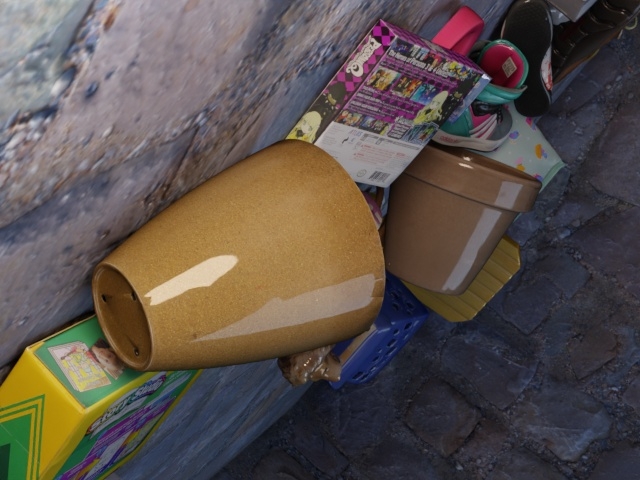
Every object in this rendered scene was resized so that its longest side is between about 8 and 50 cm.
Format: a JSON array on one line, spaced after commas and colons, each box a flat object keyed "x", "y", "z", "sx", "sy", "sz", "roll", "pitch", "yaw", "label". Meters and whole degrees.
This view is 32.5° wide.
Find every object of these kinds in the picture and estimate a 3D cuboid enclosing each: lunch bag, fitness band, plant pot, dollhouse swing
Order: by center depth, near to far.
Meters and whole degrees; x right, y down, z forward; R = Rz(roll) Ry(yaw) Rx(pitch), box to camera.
[{"x": -0.104, "y": 0.036, "z": 1.164, "sx": 0.254, "sy": 0.237, "sz": 0.237, "roll": -21, "pitch": 157, "yaw": -35, "label": "plant pot"}, {"x": 0.118, "y": -0.212, "z": 1.552, "sx": 0.291, "sy": 0.054, "sz": 0.209, "roll": -49, "pitch": 173, "yaw": 20, "label": "fitness band"}, {"x": 0.213, "y": -0.037, "z": 1.847, "sx": 0.263, "sy": 0.263, "sz": 0.229, "roll": -17, "pitch": 127, "yaw": -72, "label": "plant pot"}, {"x": 0.295, "y": -0.136, "z": 2.073, "sx": 0.262, "sy": 0.223, "sz": 0.160, "roll": -44, "pitch": -165, "yaw": -20, "label": "lunch bag"}, {"x": 0.056, "y": 0.171, "z": 2.387, "sx": 0.236, "sy": 0.236, "sz": 0.212, "roll": -50, "pitch": 163, "yaw": 22, "label": "plant pot"}, {"x": 0.262, "y": 0.077, "z": 2.658, "sx": 0.347, "sy": 0.305, "sz": 0.315, "roll": -52, "pitch": 170, "yaw": 34, "label": "dollhouse swing"}]

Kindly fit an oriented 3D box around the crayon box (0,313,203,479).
[{"x": -0.283, "y": 0.207, "z": 1.346, "sx": 0.313, "sy": 0.106, "sz": 0.363, "roll": -52, "pitch": 170, "yaw": 26, "label": "crayon box"}]

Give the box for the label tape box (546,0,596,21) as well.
[{"x": 0.458, "y": -0.504, "z": 1.657, "sx": 0.240, "sy": 0.106, "sz": 0.333, "roll": -46, "pitch": 171, "yaw": -9, "label": "label tape box"}]

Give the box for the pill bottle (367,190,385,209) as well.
[{"x": 0.088, "y": -0.065, "z": 2.062, "sx": 0.083, "sy": 0.043, "sz": 0.043, "roll": -36, "pitch": 166, "yaw": -49, "label": "pill bottle"}]

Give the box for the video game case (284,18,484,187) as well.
[{"x": 0.080, "y": -0.164, "z": 1.392, "sx": 0.210, "sy": 0.042, "sz": 0.232, "roll": -50, "pitch": 152, "yaw": 22, "label": "video game case"}]

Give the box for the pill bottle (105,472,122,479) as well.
[{"x": -0.420, "y": 0.483, "z": 1.891, "sx": 0.186, "sy": 0.112, "sz": 0.112, "roll": -47, "pitch": 171, "yaw": 6, "label": "pill bottle"}]

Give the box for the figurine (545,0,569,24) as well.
[{"x": 0.484, "y": -0.480, "z": 1.988, "sx": 0.209, "sy": 0.092, "sz": 0.215, "roll": -38, "pitch": 171, "yaw": -6, "label": "figurine"}]

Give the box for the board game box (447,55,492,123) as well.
[{"x": 0.194, "y": -0.237, "z": 1.646, "sx": 0.090, "sy": 0.090, "sz": 0.020, "roll": -50, "pitch": 174, "yaw": 19, "label": "board game box"}]

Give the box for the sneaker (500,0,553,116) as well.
[{"x": 0.366, "y": -0.360, "z": 1.951, "sx": 0.270, "sy": 0.090, "sz": 0.145, "roll": 71, "pitch": 17, "yaw": -49, "label": "sneaker"}]

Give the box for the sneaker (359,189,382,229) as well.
[{"x": 0.000, "y": 0.000, "z": 1.823, "sx": 0.236, "sy": 0.095, "sz": 0.104, "roll": -36, "pitch": 173, "yaw": -30, "label": "sneaker"}]

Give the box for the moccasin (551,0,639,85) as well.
[{"x": 0.561, "y": -0.452, "z": 2.244, "sx": 0.147, "sy": 0.139, "sz": 0.380, "roll": -39, "pitch": 169, "yaw": -43, "label": "moccasin"}]

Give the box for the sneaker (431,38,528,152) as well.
[{"x": 0.284, "y": -0.251, "z": 1.848, "sx": 0.178, "sy": 0.124, "sz": 0.295, "roll": -46, "pitch": 160, "yaw": 28, "label": "sneaker"}]

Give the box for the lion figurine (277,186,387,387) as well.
[{"x": 0.025, "y": 0.073, "z": 1.972, "sx": 0.240, "sy": 0.142, "sz": 0.392, "roll": -48, "pitch": 157, "yaw": -47, "label": "lion figurine"}]
